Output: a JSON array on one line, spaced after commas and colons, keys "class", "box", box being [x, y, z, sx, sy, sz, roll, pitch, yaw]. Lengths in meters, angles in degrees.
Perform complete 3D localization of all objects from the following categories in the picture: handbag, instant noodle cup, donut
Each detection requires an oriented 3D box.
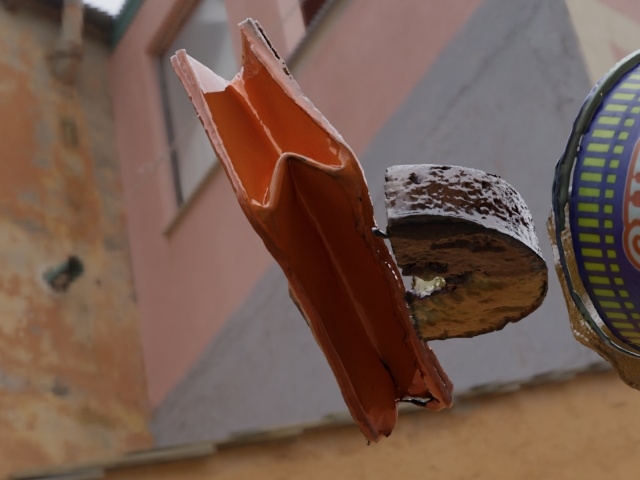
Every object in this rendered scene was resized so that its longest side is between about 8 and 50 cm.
[{"class": "handbag", "box": [0.000, 0.000, 1.482, 0.116, 0.303, 0.410, -27, -44, -2]}, {"class": "instant noodle cup", "box": [0.386, -0.020, 1.095, 0.284, 0.284, 0.312, 14, -3, -35]}, {"class": "donut", "box": [0.123, 0.006, 1.237, 0.141, 0.085, 0.217, -5, -31, 6]}]

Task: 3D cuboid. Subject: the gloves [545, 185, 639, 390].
[{"class": "gloves", "box": [0.380, 0.075, 1.580, 0.203, 0.356, 0.155, -12, -43, -18]}]
